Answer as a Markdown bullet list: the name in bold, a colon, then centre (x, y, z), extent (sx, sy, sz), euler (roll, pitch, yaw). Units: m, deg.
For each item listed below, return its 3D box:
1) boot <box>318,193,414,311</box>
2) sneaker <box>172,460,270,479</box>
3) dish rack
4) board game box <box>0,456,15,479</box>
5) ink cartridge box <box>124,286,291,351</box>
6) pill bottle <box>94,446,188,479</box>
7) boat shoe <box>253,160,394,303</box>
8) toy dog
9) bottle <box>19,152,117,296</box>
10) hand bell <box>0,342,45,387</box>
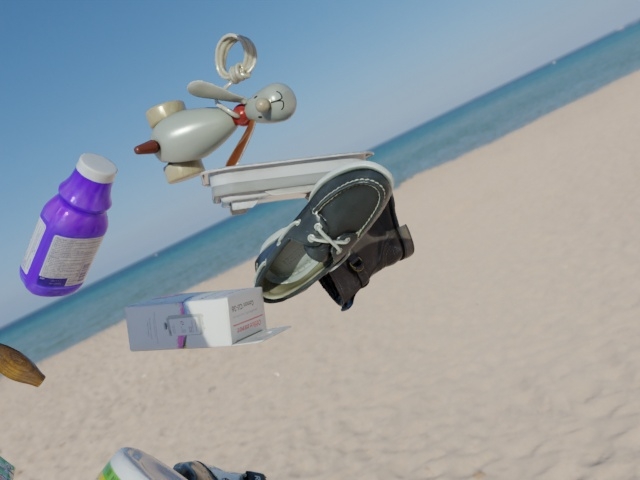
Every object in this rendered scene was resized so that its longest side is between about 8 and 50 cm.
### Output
- **boot**: centre (0.056, -0.017, 1.277), extent (0.229, 0.263, 0.091), euler (-28, -4, -31)
- **sneaker**: centre (-0.109, 0.400, 0.965), extent (0.146, 0.122, 0.330), euler (-18, -37, 8)
- **dish rack**: centre (-0.066, -0.095, 1.132), extent (0.285, 0.072, 0.333), euler (-7, 1, -9)
- **board game box**: centre (-0.578, 0.293, 0.906), extent (0.046, 0.317, 0.213), euler (-46, 20, -12)
- **ink cartridge box**: centre (-0.152, 0.106, 0.881), extent (0.198, 0.067, 0.115), euler (-6, 2, 19)
- **pill bottle**: centre (-0.223, 0.349, 0.638), extent (0.245, 0.136, 0.136), euler (-54, 13, -14)
- **boat shoe**: centre (0.000, 0.000, 0.956), extent (0.302, 0.114, 0.091), euler (-47, 21, 42)
- **toy dog**: centre (-0.223, -0.218, 1.204), extent (0.334, 0.220, 0.161), euler (-39, -2, 30)
- **bottle**: centre (-0.450, -0.025, 1.157), extent (0.118, 0.092, 0.283), euler (-3, -48, -51)
- **hand bell**: centre (-0.495, 0.134, 0.893), extent (0.126, 0.242, 0.126), euler (-45, 19, 20)
